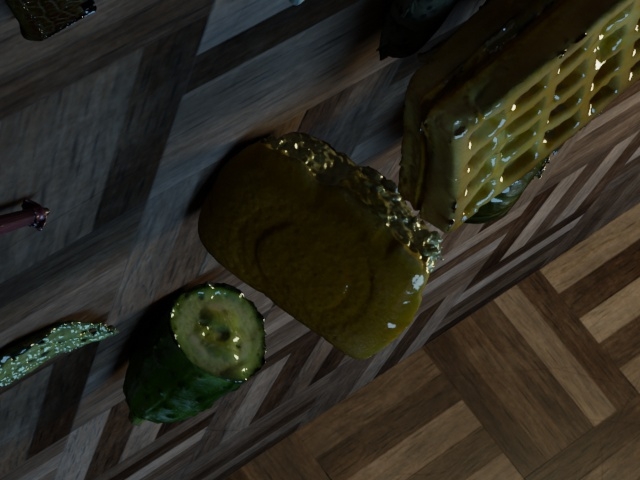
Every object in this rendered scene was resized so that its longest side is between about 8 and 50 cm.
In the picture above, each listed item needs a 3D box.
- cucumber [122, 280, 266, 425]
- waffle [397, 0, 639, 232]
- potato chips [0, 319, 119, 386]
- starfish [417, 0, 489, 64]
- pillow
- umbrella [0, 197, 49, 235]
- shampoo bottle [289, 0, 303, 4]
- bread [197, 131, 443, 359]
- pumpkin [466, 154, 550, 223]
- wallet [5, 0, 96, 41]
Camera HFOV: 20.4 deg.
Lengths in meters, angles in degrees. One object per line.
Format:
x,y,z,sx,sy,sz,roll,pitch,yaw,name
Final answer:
-0.171,0.158,2.136,0.134,0.134,0.244,-25,166,-45,cucumber
0.211,-0.168,1.729,0.328,0.098,0.224,-39,156,-16,waffle
-0.283,0.116,1.883,0.207,0.028,0.092,-24,163,-41,potato chips
0.182,-0.221,1.802,0.238,0.071,0.216,-28,150,-46,starfish
0.100,-0.230,1.651,0.093,0.051,0.241,-45,175,-36,pillow
-0.287,-0.004,1.459,0.165,0.027,0.025,-20,133,-46,umbrella
0.008,-0.236,1.413,0.099,0.043,0.072,-37,168,-7,shampoo bottle
0.000,0.000,1.807,0.174,0.245,0.121,-55,179,33,bread
0.194,-0.121,2.068,0.223,0.157,0.223,-52,171,-11,pumpkin
-0.154,-0.203,1.104,0.133,0.039,0.243,-38,167,-6,wallet
